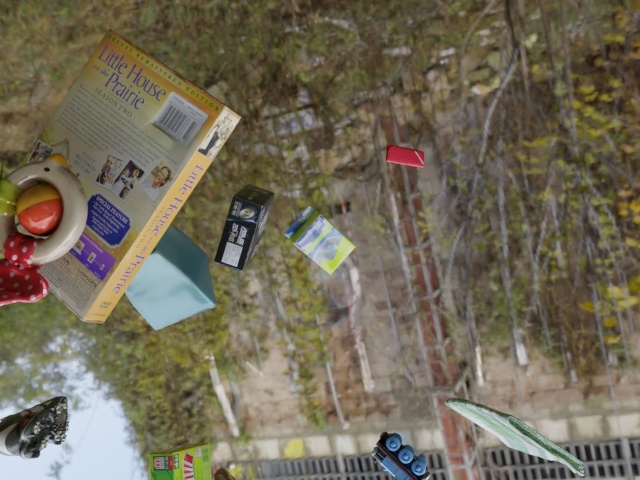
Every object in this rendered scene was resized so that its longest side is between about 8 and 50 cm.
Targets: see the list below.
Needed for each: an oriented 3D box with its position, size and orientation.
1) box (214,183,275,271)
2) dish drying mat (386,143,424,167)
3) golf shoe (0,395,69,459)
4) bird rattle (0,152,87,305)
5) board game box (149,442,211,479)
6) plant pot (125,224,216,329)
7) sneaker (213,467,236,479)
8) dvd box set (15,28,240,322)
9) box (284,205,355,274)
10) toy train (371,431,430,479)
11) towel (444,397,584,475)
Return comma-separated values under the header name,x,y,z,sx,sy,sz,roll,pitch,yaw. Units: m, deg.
name,x,y,z,sx,sy,sz,roll,pitch,yaw
box,-0.187,-0.033,1.759,0.078,0.180,0.147,20,-163,3
dish drying mat,0.154,-0.153,1.280,0.083,0.032,0.008,6,175,-31
golf shoe,-0.611,0.387,1.490,0.120,0.105,0.273,0,174,0
bird rattle,-0.464,-0.029,1.109,0.207,0.253,0.143,-27,157,11
board game box,-0.195,0.389,1.008,0.043,0.181,0.092,-10,170,25
plant pot,-0.377,0.065,1.641,0.166,0.165,0.234,-22,144,6
sneaker,-0.134,0.390,1.101,0.032,0.037,0.083,-40,-134,-1
dvd box set,-0.366,-0.117,1.209,0.308,0.420,0.062,35,-177,24
box,0.000,0.000,1.906,0.109,0.178,0.042,-49,-146,1
toy train,0.231,0.646,2.066,0.105,0.184,0.080,-49,168,5
towel,0.468,0.472,1.741,0.038,0.248,0.325,-57,-169,-11
